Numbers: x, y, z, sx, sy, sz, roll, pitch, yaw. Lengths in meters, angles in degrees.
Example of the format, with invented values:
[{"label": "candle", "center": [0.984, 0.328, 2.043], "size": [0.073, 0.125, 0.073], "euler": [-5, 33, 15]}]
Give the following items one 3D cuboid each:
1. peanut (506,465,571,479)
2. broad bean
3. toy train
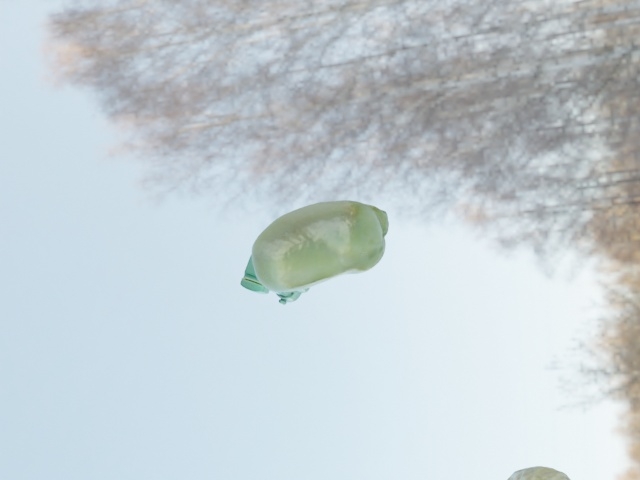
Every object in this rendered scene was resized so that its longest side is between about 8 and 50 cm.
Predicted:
[{"label": "peanut", "center": [0.402, 0.481, 1.797], "size": [0.313, 0.152, 0.152], "euler": [73, -161, -73]}, {"label": "broad bean", "center": [0.000, 0.000, 1.233], "size": [0.124, 0.174, 0.082], "euler": [-97, -3, -51]}, {"label": "toy train", "center": [-0.069, 0.054, 1.747], "size": [0.178, 0.071, 0.104], "euler": [33, -103, -65]}]
